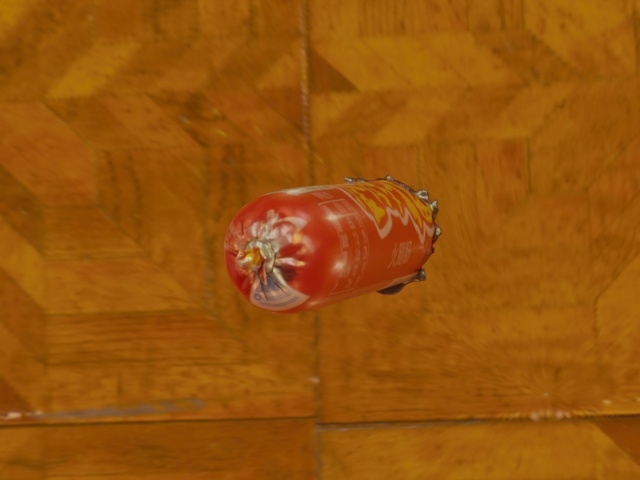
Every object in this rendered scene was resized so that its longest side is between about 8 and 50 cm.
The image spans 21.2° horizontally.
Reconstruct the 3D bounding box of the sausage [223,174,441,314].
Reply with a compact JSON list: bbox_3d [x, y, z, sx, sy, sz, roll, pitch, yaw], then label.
[{"bbox_3d":[0.000,0.000,0.582,0.048,0.145,0.050,-31,83,19],"label":"sausage"}]
